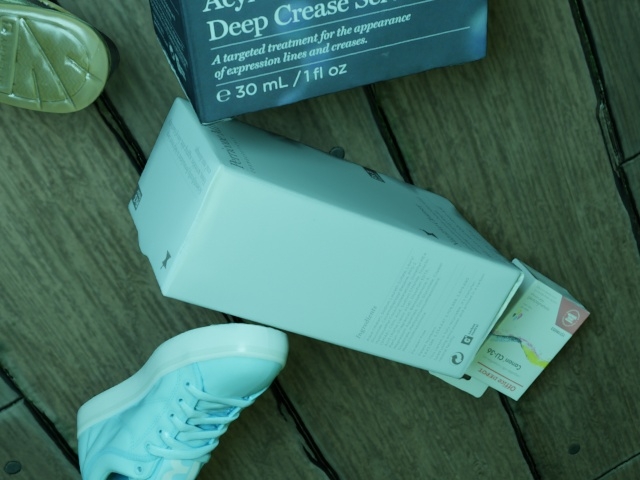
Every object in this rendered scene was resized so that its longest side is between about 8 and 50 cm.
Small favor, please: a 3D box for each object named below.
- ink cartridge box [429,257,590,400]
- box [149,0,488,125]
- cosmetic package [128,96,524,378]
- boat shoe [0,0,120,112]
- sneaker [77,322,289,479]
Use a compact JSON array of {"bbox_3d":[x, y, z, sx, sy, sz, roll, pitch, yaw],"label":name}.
[{"bbox_3d":[0.251,0.137,1.437,0.115,0.067,0.198,29,105,-31],"label":"ink cartridge box"},{"bbox_3d":[-0.019,-0.347,0.963,0.294,0.212,0.395,-16,128,-13],"label":"box"},{"bbox_3d":[0.000,0.000,1.187,0.385,0.217,0.156,19,108,-30],"label":"cosmetic package"},{"bbox_3d":[-0.355,-0.210,1.000,0.342,0.123,0.123,14,110,-3],"label":"boat shoe"},{"bbox_3d":[-0.150,0.213,1.189,0.135,0.150,0.366,11,147,-35],"label":"sneaker"}]
